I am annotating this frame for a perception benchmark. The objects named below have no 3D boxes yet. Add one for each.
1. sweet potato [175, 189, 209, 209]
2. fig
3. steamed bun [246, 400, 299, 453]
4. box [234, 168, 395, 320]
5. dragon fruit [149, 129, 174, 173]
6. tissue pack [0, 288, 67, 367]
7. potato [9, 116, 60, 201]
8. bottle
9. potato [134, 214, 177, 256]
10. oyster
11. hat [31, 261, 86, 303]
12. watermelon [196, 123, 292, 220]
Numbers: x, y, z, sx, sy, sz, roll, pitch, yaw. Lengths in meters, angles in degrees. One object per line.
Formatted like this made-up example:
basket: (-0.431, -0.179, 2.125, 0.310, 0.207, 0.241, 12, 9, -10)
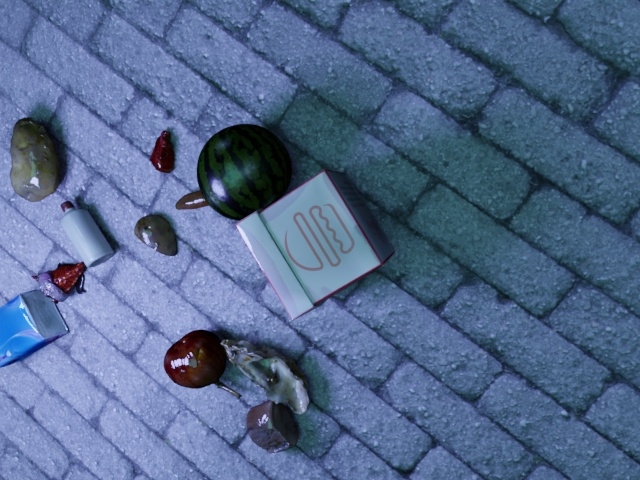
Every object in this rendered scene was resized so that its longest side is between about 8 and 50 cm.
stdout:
sweet potato: (-0.372, -0.134, 1.760, 0.256, 0.058, 0.078, -1, 113, 14)
fig: (-0.391, 0.422, 1.785, 0.204, 0.186, 0.249, -28, 121, 4)
steamed bun: (-0.164, 0.619, 1.753, 0.145, 0.106, 0.175, -27, 101, 25)
box: (0.000, 0.000, 1.532, 0.300, 0.314, 0.312, -33, 87, 15)
dragon fruit: (-0.529, -0.298, 1.781, 0.097, 0.063, 0.131, 27, 103, 12)
tissue pack: (-1.114, 0.327, 1.985, 0.263, 0.146, 0.198, -30, 87, 18)
potato: (-1.011, -0.285, 1.887, 0.192, 0.141, 0.296, -4, 97, 33)
bottle: (-0.837, -0.031, 1.882, 0.104, 0.104, 0.245, -35, 86, 17)
potato: (-0.559, -0.023, 1.809, 0.172, 0.089, 0.100, 37, 103, 11)
oyster: (-0.168, 0.420, 1.739, 0.341, 0.110, 0.166, 26, 113, 9)
hat: (-0.914, 0.119, 1.938, 0.227, 0.129, 0.140, -38, 62, 0)
watermelon: (-0.227, -0.204, 1.593, 0.285, 0.285, 0.285, 2, 97, 16)
